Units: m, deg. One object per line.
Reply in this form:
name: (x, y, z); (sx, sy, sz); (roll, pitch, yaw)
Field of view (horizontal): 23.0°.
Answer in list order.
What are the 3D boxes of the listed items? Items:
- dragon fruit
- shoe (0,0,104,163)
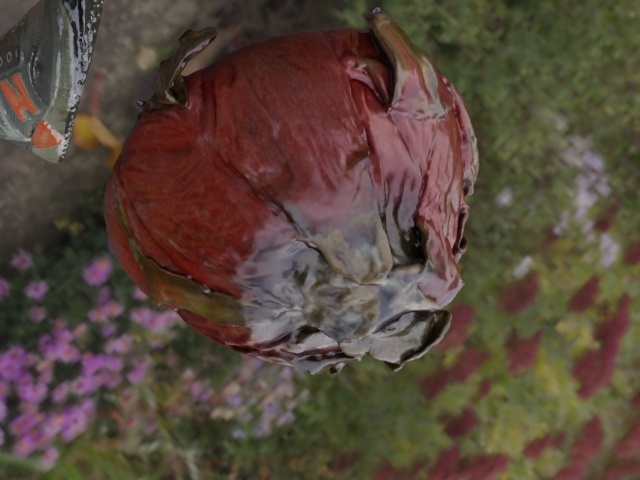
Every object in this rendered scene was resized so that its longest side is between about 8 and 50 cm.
dragon fruit: (0.002, 0.002, 0.870); (0.218, 0.148, 0.223); (-8, 143, -26)
shoe: (-0.197, -0.116, 1.066); (0.077, 0.074, 0.194); (14, 154, -10)
